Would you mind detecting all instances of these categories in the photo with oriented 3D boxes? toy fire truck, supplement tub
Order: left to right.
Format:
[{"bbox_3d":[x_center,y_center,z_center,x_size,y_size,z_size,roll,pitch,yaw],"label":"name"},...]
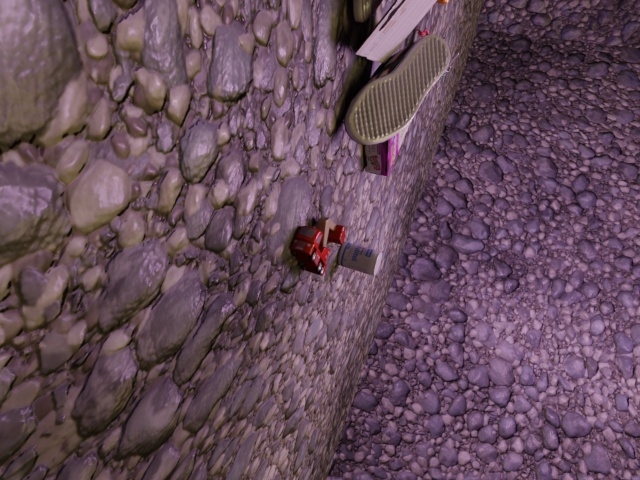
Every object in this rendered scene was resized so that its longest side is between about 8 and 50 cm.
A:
[{"bbox_3d":[0.000,0.000,0.928,0.192,0.047,0.135,64,44,-64],"label":"toy fire truck"},{"bbox_3d":[0.107,0.049,1.207,0.071,0.107,0.071,16,90,-73],"label":"supplement tub"}]

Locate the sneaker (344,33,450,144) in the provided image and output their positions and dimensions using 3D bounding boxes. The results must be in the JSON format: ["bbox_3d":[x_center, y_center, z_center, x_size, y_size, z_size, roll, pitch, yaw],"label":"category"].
[{"bbox_3d":[0.154,-0.321,0.984,0.321,0.127,0.126,-46,109,-18],"label":"sneaker"}]

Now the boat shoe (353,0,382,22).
[{"bbox_3d":[0.122,-0.500,0.803,0.079,0.081,0.227,51,56,-69],"label":"boat shoe"}]

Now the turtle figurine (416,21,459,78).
[{"bbox_3d":[0.321,-0.537,1.343,0.175,0.118,0.234,10,111,-58],"label":"turtle figurine"}]

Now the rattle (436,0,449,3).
[{"bbox_3d":[0.228,-0.627,0.942,0.130,0.143,0.199,25,87,-54],"label":"rattle"}]

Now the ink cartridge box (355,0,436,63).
[{"bbox_3d":[0.140,-0.431,0.836,0.181,0.056,0.225,-46,175,27],"label":"ink cartridge box"}]

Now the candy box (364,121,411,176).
[{"bbox_3d":[0.187,-0.314,1.195,0.159,0.071,0.233,80,31,-55],"label":"candy box"}]
